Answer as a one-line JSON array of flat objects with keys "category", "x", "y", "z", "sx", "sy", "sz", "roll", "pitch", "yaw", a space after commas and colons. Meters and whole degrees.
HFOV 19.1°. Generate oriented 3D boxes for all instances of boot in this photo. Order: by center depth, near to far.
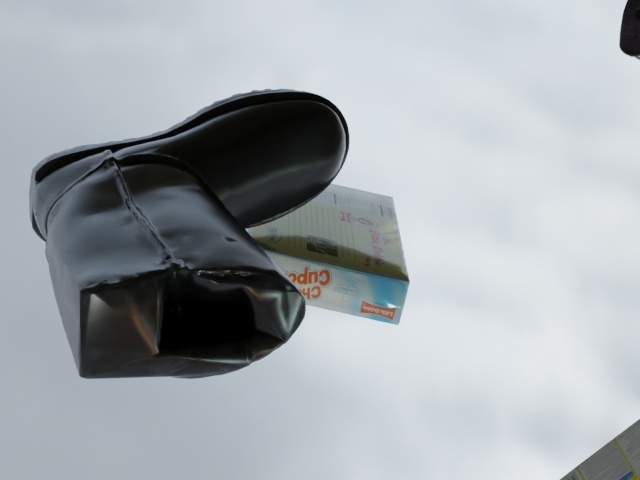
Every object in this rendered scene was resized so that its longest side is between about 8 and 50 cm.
[{"category": "boot", "x": -0.096, "y": -0.016, "z": 1.883, "sx": 0.367, "sy": 0.146, "sz": 0.445, "roll": -18, "pitch": -162, "yaw": -9}]

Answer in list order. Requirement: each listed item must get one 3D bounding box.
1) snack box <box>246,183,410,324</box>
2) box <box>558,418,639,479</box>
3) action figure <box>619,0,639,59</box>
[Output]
[{"category": "snack box", "x": 0.000, "y": 0.000, "z": 2.233, "sx": 0.187, "sy": 0.060, "sz": 0.322, "roll": 12, "pitch": -163, "yaw": -5}, {"category": "box", "x": 0.248, "y": 0.226, "z": 1.372, "sx": 0.043, "sy": 0.105, "sz": 0.179, "roll": 33, "pitch": -157, "yaw": -47}, {"category": "action figure", "x": 0.397, "y": -0.186, "z": 1.848, "sx": 0.185, "sy": 0.099, "sz": 0.285, "roll": 12, "pitch": 176, "yaw": 31}]
